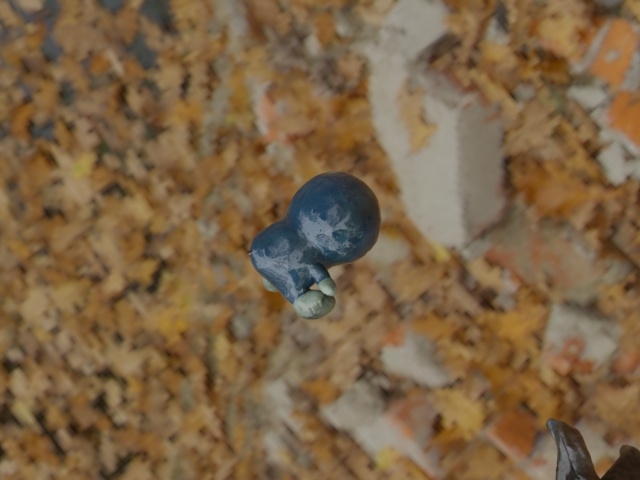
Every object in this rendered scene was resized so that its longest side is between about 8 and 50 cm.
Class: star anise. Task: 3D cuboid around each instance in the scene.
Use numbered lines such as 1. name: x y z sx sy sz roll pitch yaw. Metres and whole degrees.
1. star anise: 0.133 0.152 0.892 0.042 0.141 0.141 -15 106 46

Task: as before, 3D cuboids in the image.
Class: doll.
1. doll: 0.000 0.000 1.046 0.050 0.083 0.076 47 178 -35
